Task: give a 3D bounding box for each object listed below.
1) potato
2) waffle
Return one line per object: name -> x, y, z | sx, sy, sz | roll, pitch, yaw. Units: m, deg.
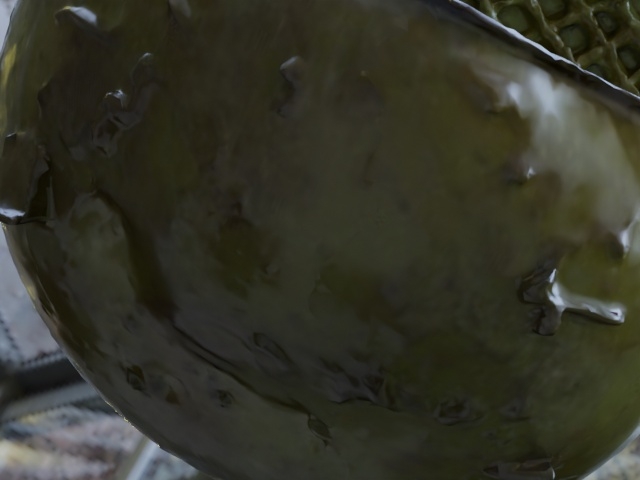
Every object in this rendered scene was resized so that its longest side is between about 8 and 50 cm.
potato -> 0.000, 0.000, 0.886 | 0.442, 0.319, 0.385 | 27, 6, 29
waffle -> 0.195, -0.158, 1.233 | 0.223, 0.204, 0.054 | 13, 5, -4
